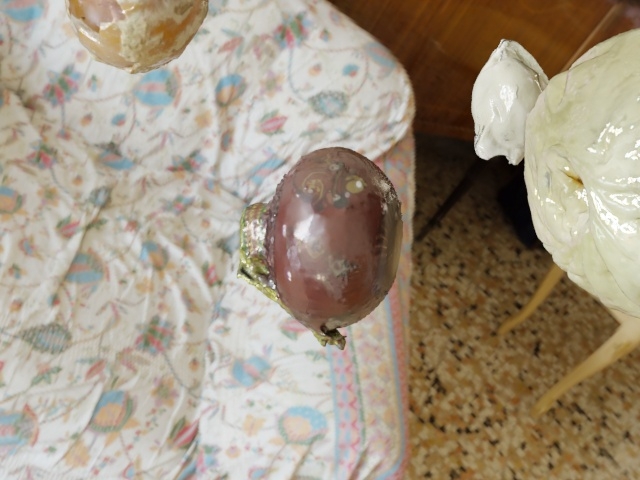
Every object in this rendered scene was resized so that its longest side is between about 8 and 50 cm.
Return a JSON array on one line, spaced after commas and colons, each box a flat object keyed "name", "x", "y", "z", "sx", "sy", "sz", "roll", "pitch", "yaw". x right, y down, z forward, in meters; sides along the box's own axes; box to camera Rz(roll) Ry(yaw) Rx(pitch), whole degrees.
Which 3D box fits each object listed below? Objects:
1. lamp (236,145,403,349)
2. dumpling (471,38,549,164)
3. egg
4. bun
[{"name": "lamp", "x": -0.001, "y": -0.003, "z": 0.739, "sx": 0.135, "sy": 0.156, "sz": 0.157, "roll": 8, "pitch": 54, "yaw": 16}, {"name": "dumpling", "x": 0.296, "y": -0.205, "z": 1.310, "sx": 0.136, "sy": 0.118, "sz": 0.199, "roll": 25, "pitch": 80, "yaw": -29}, {"name": "egg", "x": -0.244, "y": -0.342, "z": 1.154, "sx": 0.195, "sy": 0.233, "sz": 0.195, "roll": 17, "pitch": 4, "yaw": -1}, {"name": "bun", "x": 0.259, "y": -0.060, "z": 0.710, "sx": 0.153, "sy": 0.243, "sz": 0.243, "roll": 1, "pitch": 48, "yaw": -27}]
